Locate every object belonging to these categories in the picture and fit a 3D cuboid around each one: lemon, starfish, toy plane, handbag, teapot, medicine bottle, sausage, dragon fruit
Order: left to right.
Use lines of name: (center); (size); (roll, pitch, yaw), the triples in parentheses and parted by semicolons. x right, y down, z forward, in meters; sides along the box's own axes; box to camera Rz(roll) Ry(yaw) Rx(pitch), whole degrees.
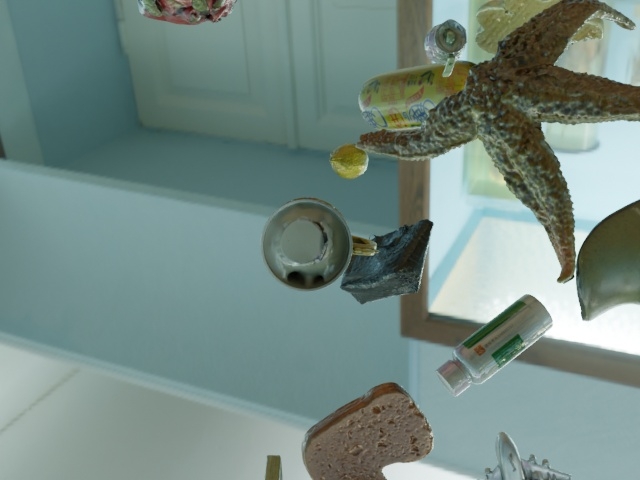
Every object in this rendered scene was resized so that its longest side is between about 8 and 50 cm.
dragon fruit: (-0.163, -0.347, 1.009); (0.166, 0.172, 0.160); (-20, -135, -29)
lemon: (0.050, -0.143, 1.533); (0.065, 0.065, 0.092); (25, -165, 40)
handbag: (0.152, 0.048, 2.029); (0.270, 0.088, 0.175); (-18, -134, 42)
sausage: (0.197, -0.282, 1.688); (0.123, 0.123, 0.347); (-29, -161, -37)
teapot: (0.194, -0.296, 1.311); (0.064, 0.083, 0.064); (-2, -179, -2)
medicine bottle: (0.359, 0.219, 1.781); (0.260, 0.095, 0.095); (-34, -143, -9)
toy plane: (0.270, 0.337, 1.191); (0.162, 0.171, 0.066); (-18, -147, 1)
starfish: (0.287, -0.165, 1.167); (0.398, 0.132, 0.384); (-44, -117, 7)

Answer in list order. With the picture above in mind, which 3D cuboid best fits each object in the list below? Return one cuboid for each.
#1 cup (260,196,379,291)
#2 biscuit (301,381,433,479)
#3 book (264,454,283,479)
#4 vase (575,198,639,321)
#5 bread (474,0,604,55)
cup: (0.000, 0.000, 1.788); (0.241, 0.186, 0.226); (9, -171, -2)
biscuit: (0.077, 0.306, 1.228); (0.192, 0.186, 0.036); (-34, -160, 11)
book: (-0.047, 0.390, 0.872); (0.025, 0.283, 0.215); (0, -149, 2)
vase: (0.538, 0.019, 1.127); (0.302, 0.241, 0.329); (25, -110, 34)
bread: (0.386, -0.394, 1.566); (0.250, 0.181, 0.039); (-15, -133, 59)
